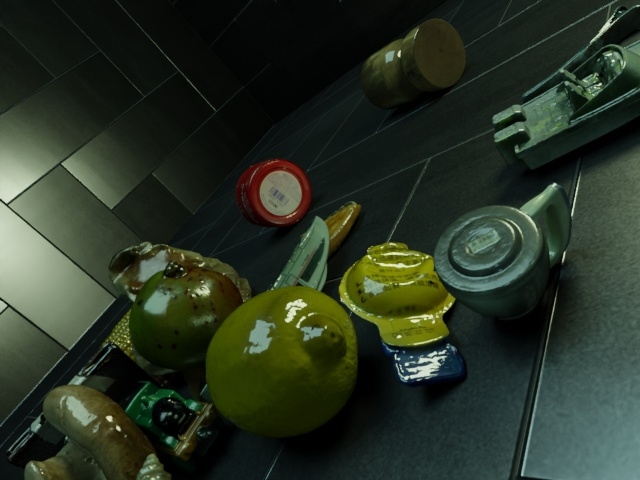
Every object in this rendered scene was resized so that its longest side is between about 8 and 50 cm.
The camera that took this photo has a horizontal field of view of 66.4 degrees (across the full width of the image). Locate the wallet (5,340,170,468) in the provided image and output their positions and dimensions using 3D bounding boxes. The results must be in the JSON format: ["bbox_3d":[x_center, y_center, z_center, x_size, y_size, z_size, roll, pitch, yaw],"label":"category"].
[{"bbox_3d":[-0.384,0.317,0.858,0.071,0.262,0.221,27,62,25],"label":"wallet"}]

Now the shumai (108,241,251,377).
[{"bbox_3d":[-0.316,0.101,1.079,0.267,0.262,0.314,-9,26,36],"label":"shumai"}]

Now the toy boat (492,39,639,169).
[{"bbox_3d":[0.393,-0.211,0.662,0.319,0.092,0.141,-28,26,33],"label":"toy boat"}]

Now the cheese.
[{"bbox_3d":[0.104,0.081,0.614,0.157,0.064,0.250,-7,34,-1],"label":"cheese"}]

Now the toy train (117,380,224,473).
[{"bbox_3d":[-0.244,0.287,0.778,0.228,0.136,0.091,-20,29,51],"label":"toy train"}]

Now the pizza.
[{"bbox_3d":[0.000,0.000,1.065,0.176,0.036,0.184,-19,32,53],"label":"pizza"}]

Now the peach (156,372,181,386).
[{"bbox_3d":[-0.344,0.284,1.113,0.077,0.050,0.083,-33,17,22],"label":"peach"}]

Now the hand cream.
[{"bbox_3d":[-0.130,-0.129,1.357,0.193,0.193,0.125,-49,19,-17],"label":"hand cream"}]

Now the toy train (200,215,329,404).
[{"bbox_3d":[-0.060,0.110,0.858,0.086,0.088,0.407,-51,7,50],"label":"toy train"}]

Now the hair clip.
[{"bbox_3d":[0.457,-0.324,0.862,0.229,0.039,0.070,-39,21,14],"label":"hair clip"}]

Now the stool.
[{"bbox_3d":[0.255,-0.489,1.390,0.179,0.179,0.264,-49,20,-17],"label":"stool"}]

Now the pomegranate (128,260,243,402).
[{"bbox_3d":[-0.224,0.161,0.852,0.198,0.246,0.198,-15,-14,-4],"label":"pomegranate"}]

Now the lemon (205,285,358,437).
[{"bbox_3d":[-0.052,0.156,0.624,0.248,0.184,0.184,-30,22,40],"label":"lemon"}]

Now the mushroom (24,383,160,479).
[{"bbox_3d":[-0.297,0.329,0.681,0.151,0.285,0.156,-24,-17,20],"label":"mushroom"}]

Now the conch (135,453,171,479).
[{"bbox_3d":[-0.165,0.350,0.560,0.234,0.114,0.137,35,88,35],"label":"conch"}]

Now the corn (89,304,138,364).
[{"bbox_3d":[-0.483,0.269,1.280,0.144,0.144,0.387,-16,36,52],"label":"corn"}]

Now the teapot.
[{"bbox_3d":[0.196,0.019,0.526,0.111,0.108,0.149,5,57,41],"label":"teapot"}]
